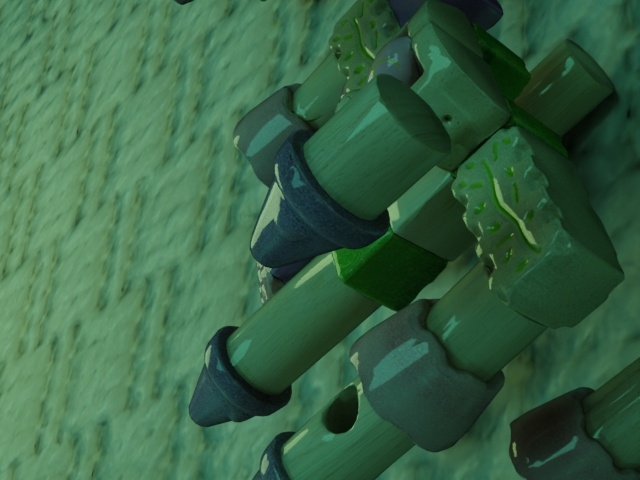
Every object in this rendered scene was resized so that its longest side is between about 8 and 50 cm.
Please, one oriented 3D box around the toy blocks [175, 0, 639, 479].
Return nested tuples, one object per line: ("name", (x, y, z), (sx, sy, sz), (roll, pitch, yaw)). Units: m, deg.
("toy blocks", (0.000, 0.000, 0.692), (0.260, 0.309, 0.288), (-43, 38, 25))
